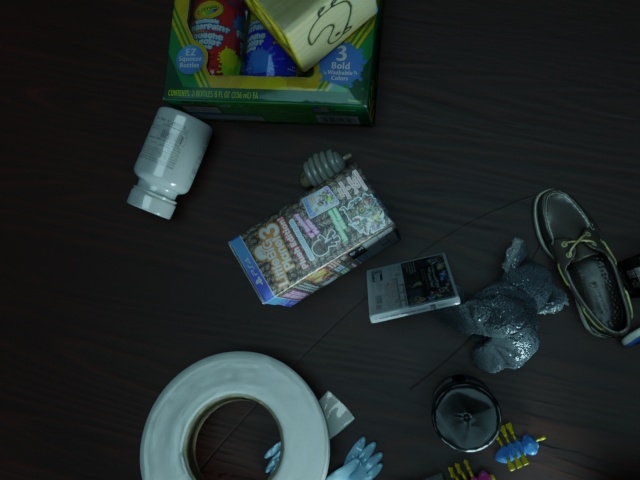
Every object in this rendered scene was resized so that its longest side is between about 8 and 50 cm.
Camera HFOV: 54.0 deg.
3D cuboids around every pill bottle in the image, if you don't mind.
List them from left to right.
[{"bbox_3d":[-0.342,-0.171,1.409,0.131,0.131,0.229,22,88,12],"label":"pill bottle"},{"bbox_3d":[0.273,0.320,1.196,0.123,0.219,0.122,-1,83,11],"label":"pill bottle"}]

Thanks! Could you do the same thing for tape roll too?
[{"bbox_3d":[-0.174,0.426,1.293,0.392,0.072,0.391,-2,70,5],"label":"tape roll"}]

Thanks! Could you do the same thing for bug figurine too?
[{"bbox_3d":[0.367,0.506,1.199,0.216,0.072,0.279,-23,50,11],"label":"bug figurine"}]

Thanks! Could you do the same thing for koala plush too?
[{"bbox_3d":[0.380,0.122,1.231,0.221,0.203,0.196,-42,94,-22],"label":"koala plush"}]

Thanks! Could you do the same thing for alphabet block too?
[{"bbox_3d":[-0.029,-0.479,1.194,0.197,0.192,0.193,-40,78,3],"label":"alphabet block"}]

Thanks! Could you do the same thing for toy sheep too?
[{"bbox_3d":[0.012,-0.154,1.369,0.132,0.091,0.091,-28,79,11],"label":"toy sheep"}]

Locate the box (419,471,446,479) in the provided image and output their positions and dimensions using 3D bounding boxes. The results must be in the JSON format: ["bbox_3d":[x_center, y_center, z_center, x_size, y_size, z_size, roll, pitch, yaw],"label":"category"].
[{"bbox_3d":[0.168,0.521,1.250,0.179,0.105,0.043,-21,79,8],"label":"box"}]

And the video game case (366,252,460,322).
[{"bbox_3d":[0.181,0.092,1.266,0.173,0.190,0.022,-14,113,9],"label":"video game case"}]

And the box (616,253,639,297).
[{"bbox_3d":[0.658,0.045,1.179,0.147,0.180,0.077,-23,80,7],"label":"box"}]

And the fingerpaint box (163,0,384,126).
[{"bbox_3d":[-0.093,-0.456,1.381,0.445,0.163,0.370,5,84,10],"label":"fingerpaint box"}]

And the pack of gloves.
[{"bbox_3d":[0.002,0.468,1.317,0.232,0.046,0.195,-45,79,2],"label":"pack of gloves"}]

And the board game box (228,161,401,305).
[{"bbox_3d":[0.000,0.000,1.277,0.291,0.232,0.141,-32,78,5],"label":"board game box"}]

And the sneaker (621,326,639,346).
[{"bbox_3d":[0.674,0.193,1.221,0.152,0.058,0.084,-24,71,0],"label":"sneaker"}]

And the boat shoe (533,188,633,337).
[{"bbox_3d":[0.523,0.039,1.247,0.117,0.097,0.324,-21,80,7],"label":"boat shoe"}]
